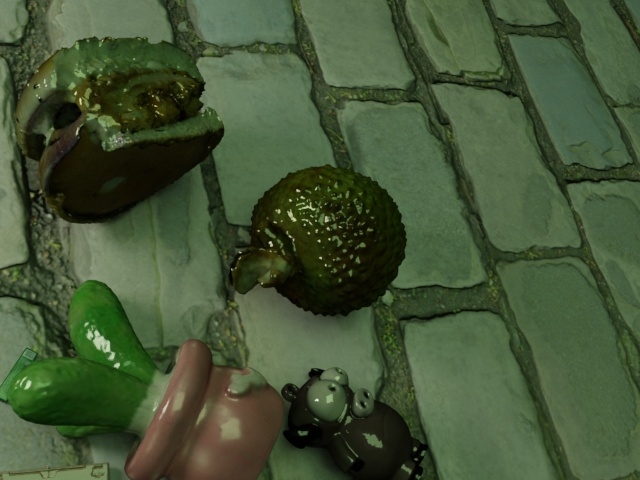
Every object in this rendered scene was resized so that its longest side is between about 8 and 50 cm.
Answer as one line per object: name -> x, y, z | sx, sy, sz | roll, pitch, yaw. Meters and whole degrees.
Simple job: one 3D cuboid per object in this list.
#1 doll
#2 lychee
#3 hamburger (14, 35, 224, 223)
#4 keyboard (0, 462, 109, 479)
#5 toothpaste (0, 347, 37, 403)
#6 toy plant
doll -> 0.051, 0.304, 1.168 | 0.257, 0.117, 0.182 | 38, 26, -2
lychee -> 0.007, -0.002, 1.249 | 0.320, 0.270, 0.270 | 22, 47, -54
hamburger -> -0.335, -0.169, 1.171 | 0.318, 0.277, 0.195 | -19, 74, -52
keyboard -> -0.381, 0.343, 1.013 | 0.165, 0.017, 0.055 | 2, 66, -24
toothpaste -> -0.448, 0.198, 1.064 | 0.020, 0.017, 0.083 | 30, 54, -9
toy plant -> -0.237, 0.222, 1.049 | 0.356, 0.211, 0.317 | 22, 22, -7
